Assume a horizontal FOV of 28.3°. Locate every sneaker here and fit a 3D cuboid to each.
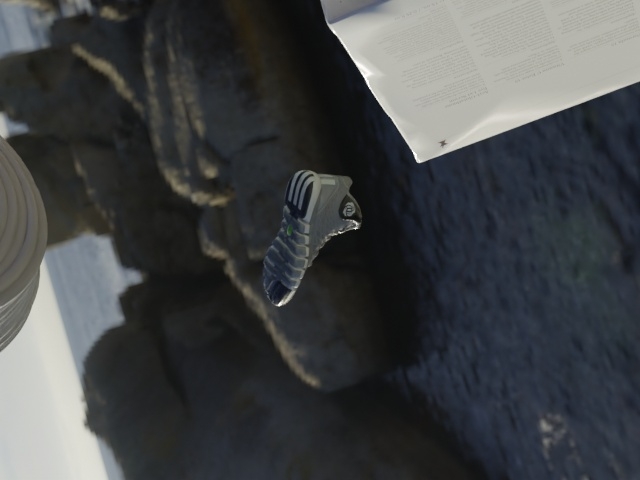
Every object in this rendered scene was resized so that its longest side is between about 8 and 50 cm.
[{"bbox_3d":[0.000,0.000,1.927,0.086,0.132,0.229,48,130,42],"label":"sneaker"}]

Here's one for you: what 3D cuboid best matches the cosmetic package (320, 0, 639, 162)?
[{"bbox_3d":[0.218,-0.237,1.242,0.284,0.377,0.097,50,-156,-56],"label":"cosmetic package"}]

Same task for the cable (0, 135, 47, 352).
[{"bbox_3d":[-0.316,-0.016,0.881,0.089,0.257,0.257,-57,46,40],"label":"cable"}]
